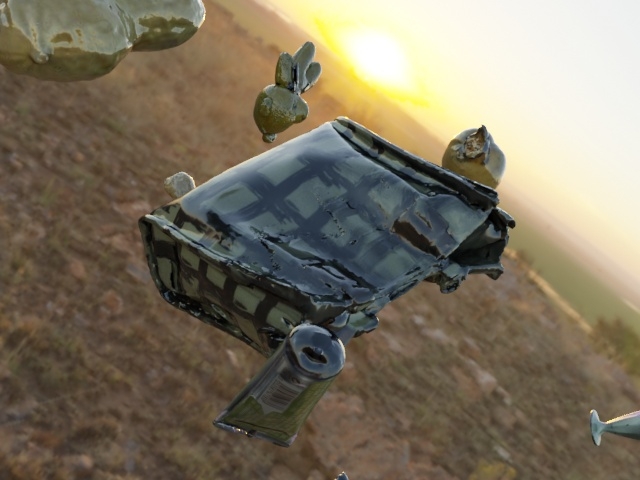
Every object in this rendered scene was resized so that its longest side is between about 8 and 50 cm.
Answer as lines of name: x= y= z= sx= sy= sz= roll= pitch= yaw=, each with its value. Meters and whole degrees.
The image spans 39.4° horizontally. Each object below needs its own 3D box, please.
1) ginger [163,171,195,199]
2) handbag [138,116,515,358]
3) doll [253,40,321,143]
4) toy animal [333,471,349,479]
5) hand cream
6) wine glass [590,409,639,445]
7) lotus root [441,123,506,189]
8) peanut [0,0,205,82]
ginger: x=-0.163 y=-0.040 z=1.604 sx=0.258 sy=0.149 sz=0.065 roll=46 pitch=-17 yaw=0
handbag: x=0.000 y=0.000 z=1.059 sx=0.327 sy=0.325 sz=0.162 roll=29 pitch=-40 yaw=45
doll: x=-0.047 y=-0.274 z=1.645 sx=0.097 sy=0.209 sz=0.137 roll=23 pitch=-27 yaw=18
toy animal: x=0.027 y=0.578 z=1.779 sx=0.116 sy=0.179 sz=0.218 roll=16 pitch=36 yaw=-10
hand cream: x=-0.037 y=0.144 z=0.850 sx=0.086 sy=0.235 sz=0.055 roll=21 pitch=54 yaw=-8
wine glass: x=0.552 y=0.321 z=1.549 sx=0.155 sy=0.073 sz=0.073 roll=-7 pitch=-11 yaw=26
lotus root: x=0.285 y=-0.143 z=1.663 sx=0.125 sy=0.118 sz=0.221 roll=43 pitch=-10 yaw=13
peanut: x=-0.237 y=-0.238 z=0.976 sx=0.117 sy=0.101 sz=0.263 roll=51 pitch=46 yaw=6
